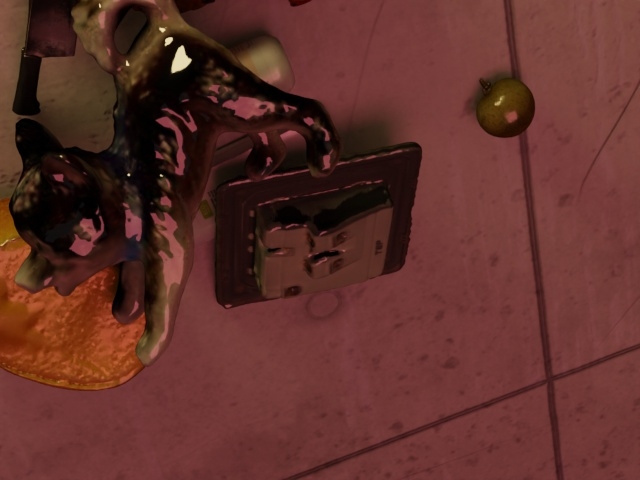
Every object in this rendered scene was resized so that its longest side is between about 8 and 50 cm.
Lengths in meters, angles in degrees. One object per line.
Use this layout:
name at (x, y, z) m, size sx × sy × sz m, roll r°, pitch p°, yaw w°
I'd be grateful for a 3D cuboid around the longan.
longan at (0.223, -0.166, 1.774) m, size 0.083 × 0.075 × 0.075 m, roll 44°, pitch 104°, yaw 3°

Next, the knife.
knife at (-0.282, -0.212, 1.502) m, size 0.060 × 0.028 × 0.230 m, roll -1°, pitch 144°, yaw -19°

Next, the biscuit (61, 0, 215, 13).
biscuit at (-0.184, -0.364, 1.446) m, size 0.334 × 0.081 × 0.289 m, roll 10°, pitch 122°, yaw -24°

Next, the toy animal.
toy animal at (-0.200, -0.086, 1.490) m, size 0.302 × 0.194 × 0.344 m, roll 42°, pitch 88°, yaw -23°

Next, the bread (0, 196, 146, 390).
bread at (-0.305, 0.064, 1.666) m, size 0.269 × 0.142 × 0.195 m, roll 28°, pitch 99°, yaw -31°

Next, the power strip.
power strip at (0.002, 0.001, 1.756) m, size 0.251 × 0.092 × 0.257 m, roll -18°, pitch 146°, yaw -16°

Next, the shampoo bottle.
shampoo bottle at (-0.126, -0.165, 1.618) m, size 0.192 × 0.074 × 0.074 m, roll -23°, pitch 130°, yaw -5°

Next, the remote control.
remote control at (-0.090, -0.071, 1.728) m, size 0.250 × 0.034 × 0.103 m, roll -27°, pitch 131°, yaw -3°

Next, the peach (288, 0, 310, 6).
peach at (-0.020, -0.296, 1.585) m, size 0.077 × 0.050 × 0.083 m, roll 26°, pitch 115°, yaw -33°
